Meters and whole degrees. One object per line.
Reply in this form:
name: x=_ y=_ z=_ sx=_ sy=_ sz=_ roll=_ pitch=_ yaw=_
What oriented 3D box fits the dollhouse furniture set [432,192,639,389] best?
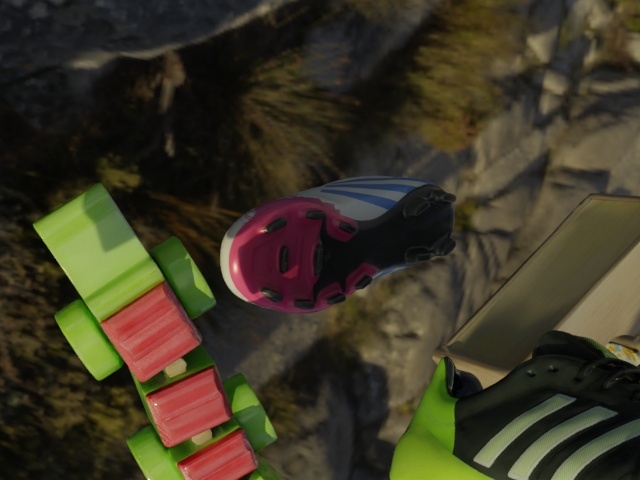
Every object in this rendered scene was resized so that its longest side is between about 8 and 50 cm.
dollhouse furniture set: x=0.354 y=0.182 z=1.299 sx=0.256 sy=0.362 sz=0.394 roll=-44 pitch=108 yaw=-13

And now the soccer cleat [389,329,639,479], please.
soccer cleat: x=0.094 y=0.064 z=0.390 sx=0.060 sy=0.179 sz=0.072 roll=35 pitch=64 yaw=-37

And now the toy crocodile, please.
toy crocodile: x=-0.114 y=0.110 z=0.973 sx=0.115 sy=0.105 sz=0.340 roll=-29 pitch=114 yaw=-11

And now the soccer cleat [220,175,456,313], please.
soccer cleat: x=0.000 y=0.000 z=1.273 sx=0.331 sy=0.143 sz=0.116 roll=-12 pitch=106 yaw=-45
